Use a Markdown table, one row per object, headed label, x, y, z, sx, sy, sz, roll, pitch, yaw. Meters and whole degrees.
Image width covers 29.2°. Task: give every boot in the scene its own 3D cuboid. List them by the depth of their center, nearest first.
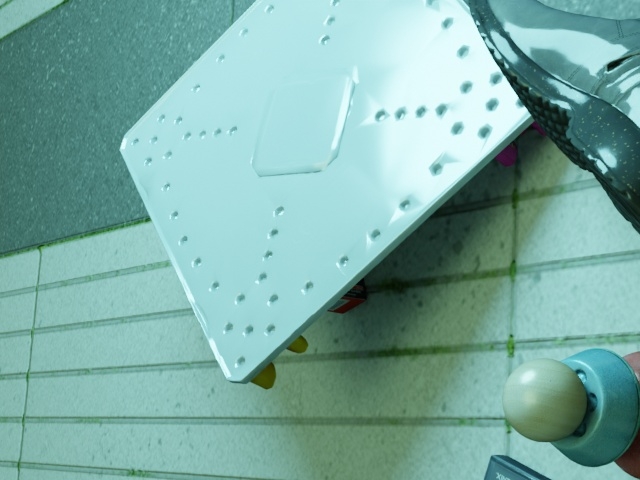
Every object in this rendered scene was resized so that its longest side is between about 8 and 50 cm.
| label | x | y | z | sx | sy | sz | roll | pitch | yaw |
| --- | --- | --- | --- | --- | --- | --- | --- | --- | --- |
| boot | 0.263 | -0.147 | 0.918 | 0.222 | 0.118 | 0.338 | -38 | 41 | 8 |

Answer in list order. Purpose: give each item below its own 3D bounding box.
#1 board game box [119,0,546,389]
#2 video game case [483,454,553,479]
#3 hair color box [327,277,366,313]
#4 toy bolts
| label | x | y | z | sx | sy | sz | roll | pitch | yaw |
| --- | --- | --- | --- | --- | --- | --- | --- | --- | --- |
| board game box | -0.005 | -0.106 | 1.230 | 0.390 | 0.050 | 0.390 | -43 | 46 | 13 |
| video game case | 0.172 | 0.338 | 0.995 | 0.196 | 0.026 | 0.274 | 22 | 98 | 53 |
| hair color box | 0.000 | 0.000 | 1.272 | 0.043 | 0.072 | 0.141 | -33 | 56 | 43 |
| toy bolts | 0.229 | 0.061 | 0.877 | 0.228 | 0.158 | 0.218 | -48 | 46 | 34 |
